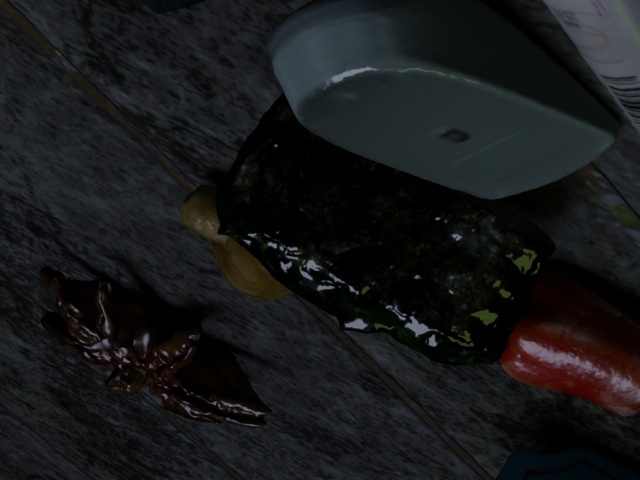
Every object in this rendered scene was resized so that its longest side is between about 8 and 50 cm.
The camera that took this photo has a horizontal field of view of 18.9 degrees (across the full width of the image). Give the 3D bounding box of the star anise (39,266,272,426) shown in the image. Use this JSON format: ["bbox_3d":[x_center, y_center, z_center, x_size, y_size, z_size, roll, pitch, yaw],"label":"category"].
[{"bbox_3d":[-0.168,0.120,1.951,0.288,0.088,0.288,25,159,10],"label":"star anise"}]

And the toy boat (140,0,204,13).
[{"bbox_3d":[-0.096,-0.198,1.161,0.093,0.103,0.246,15,171,5],"label":"toy boat"}]

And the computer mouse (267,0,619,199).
[{"bbox_3d":[0.073,-0.094,1.158,0.231,0.079,0.128,23,149,-38],"label":"computer mouse"}]

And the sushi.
[{"bbox_3d":[0.040,-0.004,1.301,0.225,0.127,0.124,30,-174,7],"label":"sushi"}]

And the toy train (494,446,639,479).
[{"bbox_3d":[0.252,0.334,1.615,0.300,0.265,0.188,27,149,15],"label":"toy train"}]

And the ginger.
[{"bbox_3d":[0.002,-0.003,1.479,0.118,0.065,0.299,44,153,-26],"label":"ginger"}]

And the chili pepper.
[{"bbox_3d":[0.169,0.066,1.385,0.192,0.084,0.086,27,126,3],"label":"chili pepper"}]

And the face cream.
[{"bbox_3d":[0.200,-0.080,1.016,0.082,0.082,0.269,7,147,47],"label":"face cream"}]
